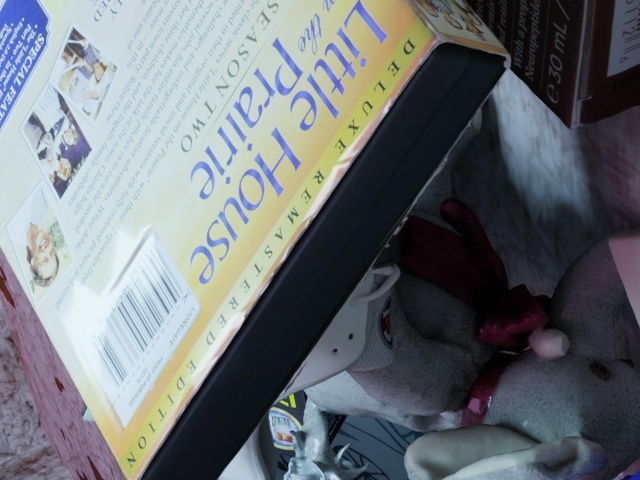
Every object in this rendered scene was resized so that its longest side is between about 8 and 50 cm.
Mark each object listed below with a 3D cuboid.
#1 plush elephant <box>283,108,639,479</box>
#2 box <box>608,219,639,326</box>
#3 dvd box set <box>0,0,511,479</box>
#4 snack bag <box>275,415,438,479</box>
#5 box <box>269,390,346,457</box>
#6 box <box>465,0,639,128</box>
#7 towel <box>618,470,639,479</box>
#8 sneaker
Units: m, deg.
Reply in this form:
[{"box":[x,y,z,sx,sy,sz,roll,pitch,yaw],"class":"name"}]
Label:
[{"box":[0.119,0.069,1.267,0.272,0.255,0.330,-7,-72,-70],"class":"plush elephant"},{"box":[0.268,0.013,0.968,0.094,0.113,0.275,67,160,-6],"class":"box"},{"box":[-0.099,-0.117,1.048,0.307,0.062,0.420,-57,49,27],"class":"dvd box set"},{"box":[0.028,0.188,1.533,0.323,0.037,0.342,29,-161,-29],"class":"snack bag"},{"box":[0.011,-0.003,1.411,0.060,0.270,0.216,9,131,23],"class":"box"},{"box":[0.089,-0.261,1.055,0.381,0.143,0.191,52,157,37],"class":"box"},{"box":[0.275,0.204,1.102,0.227,0.076,0.308,31,154,0],"class":"towel"},{"box":[0.000,0.000,1.114,0.146,0.330,0.122,30,-164,0],"class":"sneaker"}]
